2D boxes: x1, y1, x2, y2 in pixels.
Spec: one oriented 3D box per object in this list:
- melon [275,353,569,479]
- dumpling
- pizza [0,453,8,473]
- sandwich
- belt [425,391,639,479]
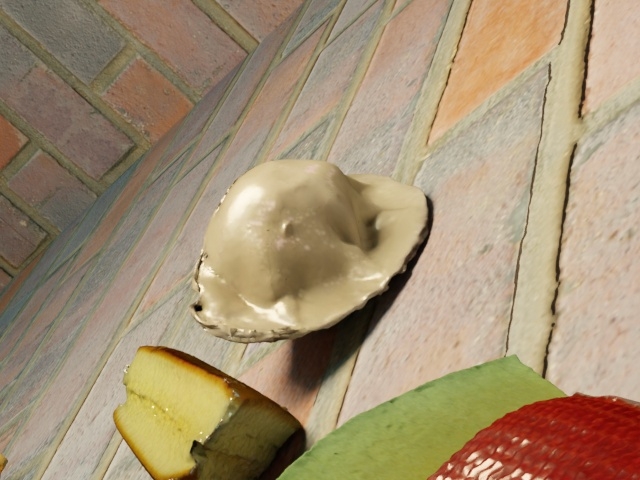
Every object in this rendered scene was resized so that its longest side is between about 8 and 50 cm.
[{"bbox_3d":[0.045,0.104,0.470,0.114,0.053,0.261,12,15,34],"label":"melon"},{"bbox_3d":[0.000,0.000,0.951,0.172,0.142,0.247,2,32,24],"label":"dumpling"},{"bbox_3d":[-0.439,0.327,1.432,0.246,0.058,0.127,-46,16,13],"label":"pizza"},{"bbox_3d":[-0.082,0.137,0.871,0.090,0.088,0.244,-59,20,-8],"label":"sandwich"},{"bbox_3d":[0.068,0.138,0.355,0.201,0.128,0.124,-53,17,-14],"label":"belt"}]
